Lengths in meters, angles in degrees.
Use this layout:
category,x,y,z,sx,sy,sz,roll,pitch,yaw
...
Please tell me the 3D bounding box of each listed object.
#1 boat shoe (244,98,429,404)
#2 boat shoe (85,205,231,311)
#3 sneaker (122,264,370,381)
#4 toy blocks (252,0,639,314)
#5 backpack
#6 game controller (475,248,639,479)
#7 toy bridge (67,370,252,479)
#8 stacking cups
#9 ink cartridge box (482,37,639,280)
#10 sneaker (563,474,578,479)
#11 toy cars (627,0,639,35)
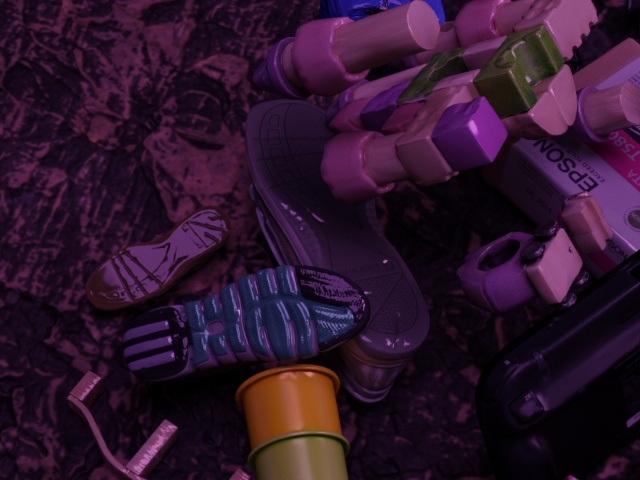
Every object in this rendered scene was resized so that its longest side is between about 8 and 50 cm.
category,x,y,z,sx,sy,sz,roll,pitch,yaw
boat shoe,0.003,0.001,1.654,0.118,0.103,0.320,-9,54,-27
boat shoe,-0.151,0.022,1.668,0.153,0.048,0.056,-36,76,-16
sneaker,-0.058,0.075,1.560,0.224,0.098,0.083,-10,78,14
toy blocks,0.098,-0.115,1.601,0.260,0.309,0.288,-14,27,41
backpack,0.068,-0.225,1.810,0.120,0.101,0.098,-3,62,-10
game controller,0.269,0.101,1.562,0.319,0.166,0.067,-33,44,-22
toy bridge,-0.148,0.189,1.559,0.188,0.026,0.063,31,62,17
stacking cups,0.000,0.264,1.487,0.096,0.096,0.316,-8,61,-8
ink cartridge box,0.308,-0.060,1.716,0.193,0.088,0.235,-34,65,-24
sneaker,0.255,0.314,1.447,0.111,0.103,0.252,4,62,-9
toy cars,0.456,-0.362,1.930,0.176,0.087,0.394,40,63,22
